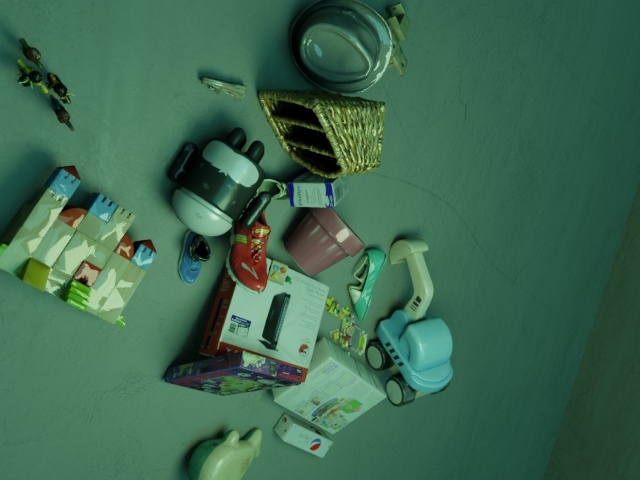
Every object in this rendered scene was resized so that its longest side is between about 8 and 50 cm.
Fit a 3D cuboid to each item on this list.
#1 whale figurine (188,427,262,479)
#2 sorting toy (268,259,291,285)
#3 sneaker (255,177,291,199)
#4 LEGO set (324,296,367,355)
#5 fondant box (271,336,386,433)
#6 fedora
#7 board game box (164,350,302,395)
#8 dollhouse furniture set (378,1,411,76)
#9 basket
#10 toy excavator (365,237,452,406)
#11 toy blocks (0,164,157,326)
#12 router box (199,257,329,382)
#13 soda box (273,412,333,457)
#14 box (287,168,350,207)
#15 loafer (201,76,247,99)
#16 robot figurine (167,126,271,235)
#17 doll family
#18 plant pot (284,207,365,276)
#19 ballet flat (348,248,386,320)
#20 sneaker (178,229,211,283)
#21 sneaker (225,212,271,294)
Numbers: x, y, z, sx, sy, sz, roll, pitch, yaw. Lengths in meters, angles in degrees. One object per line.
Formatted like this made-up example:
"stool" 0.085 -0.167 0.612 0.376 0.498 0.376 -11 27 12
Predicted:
"whale figurine" -0.294 0.670 1.704 0.272 0.141 0.217 -20 121 -56
"sorting toy" -0.109 0.095 1.563 0.083 0.012 0.062 24 72 -39
"sneaker" -0.122 -0.139 1.527 0.192 0.086 0.064 3 105 -36
"LEGO set" 0.079 0.288 1.814 0.132 0.107 0.287 -27 121 -25
"fondant box" 0.028 0.485 1.810 0.238 0.096 0.330 -39 127 12
"fedora" 0.052 -0.488 1.421 0.275 0.124 0.244 27 120 -12
"board game box" -0.241 0.367 1.495 0.208 0.346 0.056 31 53 -35
"dollhouse furniture set" 0.178 -0.559 1.581 0.129 0.129 0.184 53 45 -36
"basket" -0.011 -0.270 1.423 0.222 0.299 0.214 -9 114 -35
"toy excavator" 0.330 0.274 1.888 0.222 0.433 0.445 -6 139 -33
"toy blocks" -0.537 0.007 1.258 0.381 0.190 0.261 40 72 -37
"router box" -0.150 0.222 1.586 0.335 0.082 0.302 27 71 -39
"soda box" -0.057 0.667 1.881 0.216 0.073 0.069 39 83 -38
"box" -0.003 -0.149 1.537 0.126 0.137 0.072 -48 135 -55
"loafer" -0.242 -0.381 1.384 0.125 0.045 0.039 1 113 -38
"robot figurine" -0.250 -0.144 1.388 0.278 0.209 0.173 -57 145 -4
"doll family" -0.564 -0.317 1.139 0.076 0.111 0.193 -47 127 -11
"plant pot" 0.000 0.000 1.612 0.180 0.201 0.201 -41 127 5
"ballet flat" 0.139 0.141 1.831 0.087 0.083 0.248 17 98 -13
"sneaker" -0.331 0.054 1.455 0.058 0.084 0.152 3 106 -35
"sneaker" -0.178 0.007 1.429 0.107 0.279 0.118 16 135 -33
